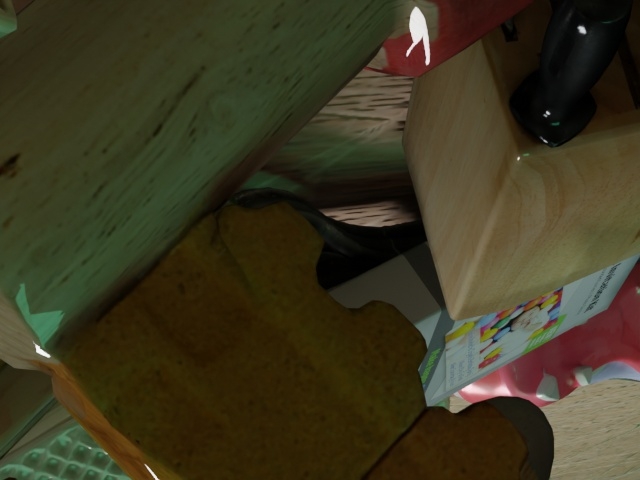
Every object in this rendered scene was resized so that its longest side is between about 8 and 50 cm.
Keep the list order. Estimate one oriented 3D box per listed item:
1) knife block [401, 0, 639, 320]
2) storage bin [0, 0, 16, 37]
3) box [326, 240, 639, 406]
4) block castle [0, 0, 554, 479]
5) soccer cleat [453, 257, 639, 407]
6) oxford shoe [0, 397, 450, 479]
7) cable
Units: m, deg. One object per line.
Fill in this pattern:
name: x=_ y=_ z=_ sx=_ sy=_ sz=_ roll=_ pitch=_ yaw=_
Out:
knife block: x=0.078 y=-0.060 z=0.622 sx=0.275 sy=0.088 sz=0.242 roll=-27 pitch=159 yaw=37
storage bin: x=-0.241 y=-0.059 z=0.282 sx=0.262 sy=0.123 sz=0.260 roll=-23 pitch=162 yaw=29
box: x=0.076 y=0.030 z=0.892 sx=0.186 sy=0.038 sz=0.145 roll=-28 pitch=160 yaw=-21
block castle: x=0.024 y=0.062 z=0.540 sx=0.213 sy=0.303 sz=0.453 roll=-46 pitch=-179 yaw=-23
soccer cleat: x=0.155 y=0.054 z=1.098 sx=0.095 sy=0.083 sz=0.248 roll=1 pitch=-173 yaw=39
oxford shoe: x=-0.142 y=0.138 z=1.054 sx=0.449 sy=0.169 sz=0.130 roll=-19 pitch=-155 yaw=-11
cable: x=0.000 y=0.000 z=0.869 sx=0.287 sy=0.072 sz=0.139 roll=-17 pitch=152 yaw=-39
